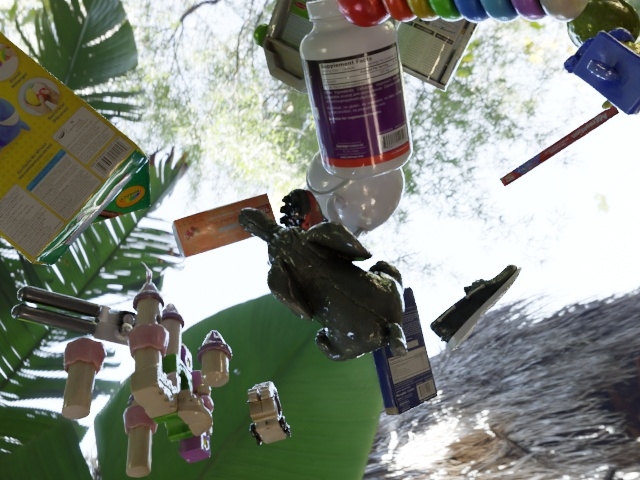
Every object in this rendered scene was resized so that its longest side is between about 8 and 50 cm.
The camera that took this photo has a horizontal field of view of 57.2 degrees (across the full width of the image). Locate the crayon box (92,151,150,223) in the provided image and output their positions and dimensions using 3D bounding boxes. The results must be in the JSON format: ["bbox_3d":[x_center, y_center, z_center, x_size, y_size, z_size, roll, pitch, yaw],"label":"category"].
[{"bbox_3d":[-0.386,-0.102,0.808,0.279,0.081,0.165,24,-149,33],"label":"crayon box"}]

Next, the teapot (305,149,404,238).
[{"bbox_3d":[0.056,-0.138,1.350,0.187,0.256,0.252,38,-97,-44],"label":"teapot"}]

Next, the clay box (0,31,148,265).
[{"bbox_3d":[-0.274,-0.097,0.490,0.222,0.053,0.127,40,-98,0],"label":"clay box"}]

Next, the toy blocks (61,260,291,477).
[{"bbox_3d":[-0.246,0.216,1.046,0.309,0.288,0.260,-15,-137,2],"label":"toy blocks"}]

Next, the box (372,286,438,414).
[{"bbox_3d":[0.154,0.208,1.139,0.136,0.037,0.225,-5,-98,-47],"label":"box"}]

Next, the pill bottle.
[{"bbox_3d":[0.065,-0.290,1.102,0.182,0.182,0.322,-28,-60,-29],"label":"pill bottle"}]

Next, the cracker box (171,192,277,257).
[{"bbox_3d":[-0.175,-0.023,1.022,0.156,0.232,0.067,-18,-86,-15],"label":"cracker box"}]

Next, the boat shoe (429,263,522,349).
[{"bbox_3d":[0.408,0.150,1.532,0.302,0.114,0.091,-40,-115,-23],"label":"boat shoe"}]

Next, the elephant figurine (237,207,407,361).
[{"bbox_3d":[-0.007,0.047,0.795,0.239,0.186,0.169,43,-137,-15],"label":"elephant figurine"}]

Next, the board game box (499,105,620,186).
[{"bbox_3d":[0.552,-0.214,1.363,0.027,0.281,0.145,59,-156,9],"label":"board game box"}]

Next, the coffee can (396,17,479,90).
[{"bbox_3d":[0.314,-0.575,1.595,0.202,0.275,0.201,23,-162,-8],"label":"coffee can"}]

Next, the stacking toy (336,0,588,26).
[{"bbox_3d":[0.164,-0.335,0.757,0.141,0.330,0.141,-10,-77,-50],"label":"stacking toy"}]

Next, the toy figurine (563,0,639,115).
[{"bbox_3d":[0.427,-0.266,0.788,0.217,0.191,0.362,-13,-127,-28],"label":"toy figurine"}]

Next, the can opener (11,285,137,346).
[{"bbox_3d":[-0.499,0.165,1.229,0.280,0.093,0.074,26,-118,-42],"label":"can opener"}]

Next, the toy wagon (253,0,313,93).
[{"bbox_3d":[-0.008,-0.510,1.310,0.267,0.344,0.068,36,-156,30],"label":"toy wagon"}]

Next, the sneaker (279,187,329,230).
[{"bbox_3d":[0.000,0.000,1.151,0.135,0.276,0.097,-20,-136,-12],"label":"sneaker"}]
